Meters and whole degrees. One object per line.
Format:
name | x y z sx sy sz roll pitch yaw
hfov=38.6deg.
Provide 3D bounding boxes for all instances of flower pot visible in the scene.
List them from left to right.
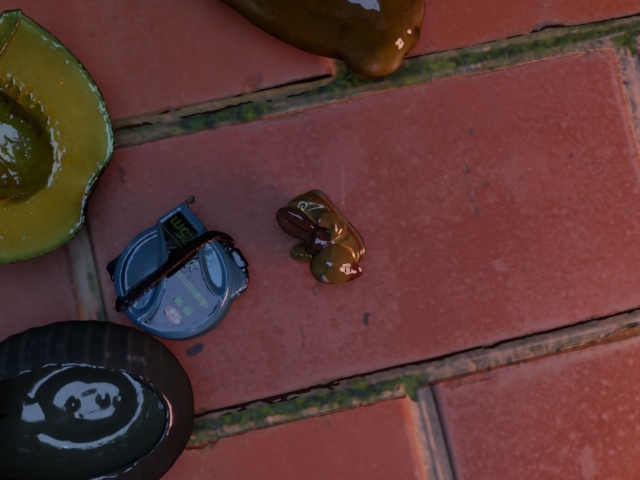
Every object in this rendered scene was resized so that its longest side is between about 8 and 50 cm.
flower pot | -0.249 0.175 0.921 0.243 0.157 0.189 -3 87 -1

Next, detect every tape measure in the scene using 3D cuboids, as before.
tape measure | -0.152 0.042 0.979 0.146 0.081 0.125 -38 85 -6

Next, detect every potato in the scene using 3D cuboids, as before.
potato | -0.033 -0.332 0.989 0.369 0.176 0.195 42 57 -3

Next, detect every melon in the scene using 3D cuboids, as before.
melon | -0.323 -0.085 0.969 0.169 0.129 0.265 27 80 -23

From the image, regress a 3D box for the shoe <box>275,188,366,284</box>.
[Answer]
shoe | -0.003 -0.001 0.999 0.069 0.072 0.109 -22 91 -44
